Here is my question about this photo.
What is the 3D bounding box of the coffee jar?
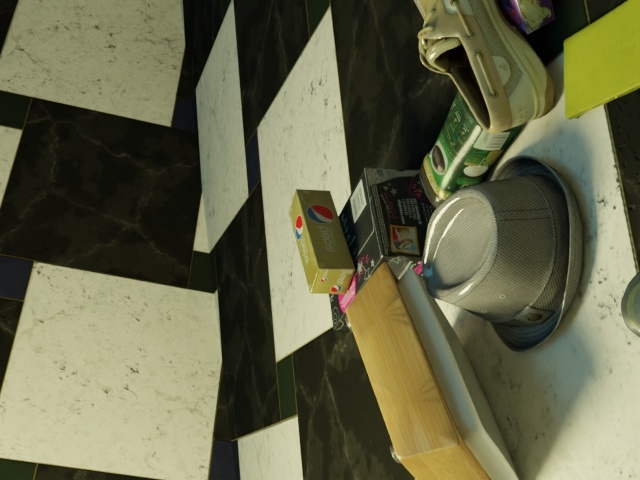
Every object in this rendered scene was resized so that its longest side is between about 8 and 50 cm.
[{"bbox_3d":[0.200,-0.124,1.234,0.184,0.079,0.096,114,147,-49],"label":"coffee jar"}]

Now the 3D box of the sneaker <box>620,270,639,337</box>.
[{"bbox_3d":[0.341,0.048,0.748,0.300,0.121,0.111,161,108,-71],"label":"sneaker"}]

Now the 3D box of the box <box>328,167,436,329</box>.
[{"bbox_3d":[0.108,0.018,1.417,0.247,0.142,0.163,119,148,-55],"label":"box"}]

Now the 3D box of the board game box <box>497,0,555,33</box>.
[{"bbox_3d":[0.180,-0.412,1.188,0.208,0.056,0.347,67,175,-32],"label":"board game box"}]

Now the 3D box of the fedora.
[{"bbox_3d":[0.210,0.017,1.138,0.275,0.124,0.244,133,134,-64],"label":"fedora"}]

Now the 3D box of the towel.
[{"bbox_3d":[0.329,-0.205,0.948,0.237,0.021,0.102,155,119,-71],"label":"towel"}]

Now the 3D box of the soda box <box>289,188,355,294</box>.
[{"bbox_3d":[0.000,0.000,1.419,0.181,0.061,0.058,-106,26,-44],"label":"soda box"}]

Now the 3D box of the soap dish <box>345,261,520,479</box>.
[{"bbox_3d":[0.145,0.202,1.197,0.229,0.118,0.291,53,-168,-47],"label":"soap dish"}]

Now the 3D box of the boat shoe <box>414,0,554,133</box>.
[{"bbox_3d":[0.174,-0.262,1.148,0.302,0.098,0.109,60,167,23],"label":"boat shoe"}]
